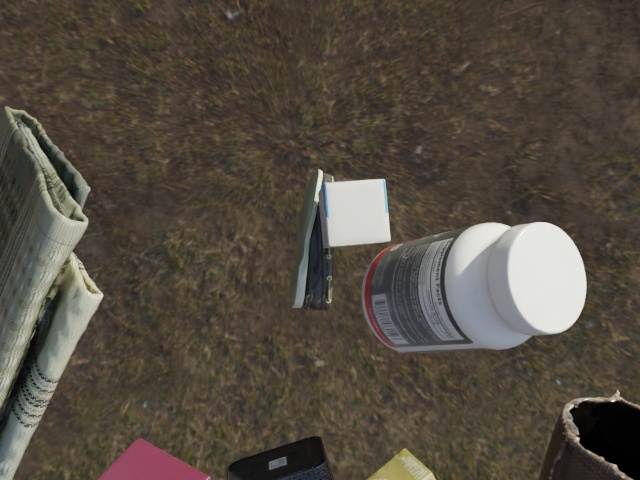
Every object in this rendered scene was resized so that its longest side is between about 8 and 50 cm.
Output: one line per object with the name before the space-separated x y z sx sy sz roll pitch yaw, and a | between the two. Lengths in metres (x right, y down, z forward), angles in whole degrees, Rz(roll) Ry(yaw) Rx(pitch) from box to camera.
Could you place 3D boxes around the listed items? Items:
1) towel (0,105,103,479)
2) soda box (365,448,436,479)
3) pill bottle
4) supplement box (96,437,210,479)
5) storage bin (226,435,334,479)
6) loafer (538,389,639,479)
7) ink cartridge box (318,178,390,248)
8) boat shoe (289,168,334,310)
towel | -0.280 0.067 0.649 0.056 0.312 0.324 17 104 -33
soda box | 0.054 0.324 0.859 0.181 0.058 0.061 -35 118 -14
pill bottle | 0.250 0.084 1.287 0.210 0.363 0.210 6 78 -31
supplement box | -0.149 0.303 0.768 0.104 0.081 0.188 17 136 33
storage bin | -0.069 0.430 1.341 0.180 0.122 0.084 -18 101 -2
loafer | 0.234 0.132 0.287 0.366 0.134 0.130 -3 99 43
ink cartridge box | 0.047 -0.038 1.132 0.090 0.143 0.092 -5 89 -3
boat shoe | 0.000 0.000 1.230 0.069 0.081 0.227 10 86 -12
